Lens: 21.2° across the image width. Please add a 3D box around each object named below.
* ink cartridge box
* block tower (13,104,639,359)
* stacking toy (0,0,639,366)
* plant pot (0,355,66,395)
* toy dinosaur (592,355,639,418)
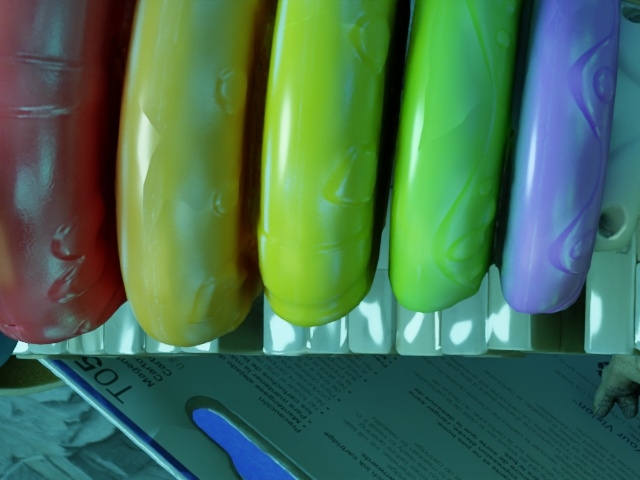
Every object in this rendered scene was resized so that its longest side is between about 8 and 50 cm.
[{"bbox_3d":[0.025,0.085,0.866,0.324,0.071,0.330,39,-145,15],"label":"ink cartridge box"},{"bbox_3d":[0.000,0.000,0.641,0.335,0.097,0.091,0,176,27],"label":"block tower"},{"bbox_3d":[0.031,-0.039,0.465,0.302,0.175,0.166,6,170,5],"label":"stacking toy"},{"bbox_3d":[-0.241,-0.055,1.193,0.237,0.237,0.254,23,-170,-43],"label":"plant pot"},{"bbox_3d":[0.227,0.053,0.799,0.296,0.127,0.200,25,176,-11],"label":"toy dinosaur"}]
